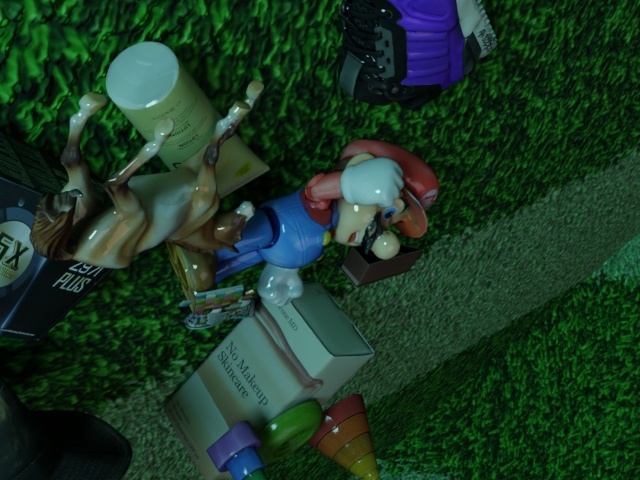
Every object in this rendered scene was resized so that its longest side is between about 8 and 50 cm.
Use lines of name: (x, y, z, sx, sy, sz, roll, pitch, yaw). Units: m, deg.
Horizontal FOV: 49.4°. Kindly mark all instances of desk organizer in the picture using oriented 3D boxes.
desk organizer: (0.098, 0.029, 1.110, 0.130, 0.047, 0.050, -14, 142, -40)

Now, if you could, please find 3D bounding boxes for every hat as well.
hat: (-0.352, 0.193, 0.656, 0.331, 0.331, 0.134, -18, 106, -35)

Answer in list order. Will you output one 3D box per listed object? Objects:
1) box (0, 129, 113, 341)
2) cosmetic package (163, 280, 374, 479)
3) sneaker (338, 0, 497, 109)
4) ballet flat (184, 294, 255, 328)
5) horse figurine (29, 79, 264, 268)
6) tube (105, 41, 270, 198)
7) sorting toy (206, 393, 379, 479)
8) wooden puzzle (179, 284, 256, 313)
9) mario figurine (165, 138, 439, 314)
box: (-0.263, -0.002, 0.574, 0.147, 0.077, 0.180, -42, 153, 6)
cosmetic package: (-0.083, 0.214, 1.060, 0.296, 0.153, 0.129, -49, 153, 18)
sneaker: (0.067, -0.197, 0.648, 0.146, 0.102, 0.293, -44, 153, 12)
ballet flat: (-0.134, 0.090, 0.935, 0.114, 0.041, 0.041, -7, 140, -47)
horse figurine: (-0.130, -0.037, 0.544, 0.263, 0.066, 0.174, -26, 153, -55)
tube: (-0.114, -0.091, 0.644, 0.240, 0.070, 0.062, 62, 39, -69)
sorting toy: (-0.010, 0.316, 1.005, 0.127, 0.126, 0.365, -46, 154, 17)
wooden puzzle: (-0.107, 0.062, 0.734, 0.083, 0.006, 0.049, -11, 159, -18)
mario figurine: (0.000, 0.000, 0.784, 0.320, 0.198, 0.170, -23, 108, -14)
